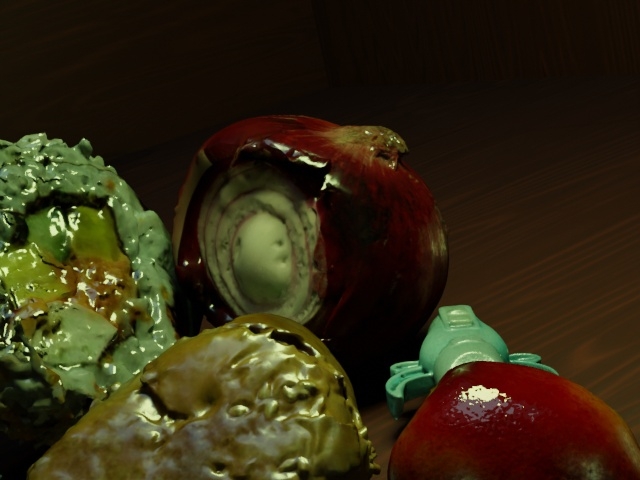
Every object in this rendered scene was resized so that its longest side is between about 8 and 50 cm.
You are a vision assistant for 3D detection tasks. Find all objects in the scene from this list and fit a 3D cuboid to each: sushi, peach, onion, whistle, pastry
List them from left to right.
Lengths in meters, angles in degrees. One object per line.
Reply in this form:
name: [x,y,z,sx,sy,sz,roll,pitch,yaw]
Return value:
sushi: [-0.322,0.065,1.703,0.176,0.417,0.417,-36,-3,37]
pastry: [-0.103,0.217,1.223,0.311,0.162,0.255,-33,54,-6]
onion: [0.000,0.008,1.728,0.341,0.341,0.341,-12,14,3]
whistle: [0.161,0.139,1.561,0.186,0.093,0.274,-4,14,0]
peach: [0.170,0.212,1.197,0.196,0.226,0.190,-53,-9,-16]

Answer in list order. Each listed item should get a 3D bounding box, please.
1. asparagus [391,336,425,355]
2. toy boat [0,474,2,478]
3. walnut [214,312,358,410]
asparagus: [0.079,0.133,1.798,0.236,0.027,0.034,0,19,42]
toy boat: [-0.327,0.282,1.499,0.173,0.058,0.069,-7,15,22]
walnut: [-0.049,0.170,1.397,0.167,0.207,0.167,-25,16,8]
